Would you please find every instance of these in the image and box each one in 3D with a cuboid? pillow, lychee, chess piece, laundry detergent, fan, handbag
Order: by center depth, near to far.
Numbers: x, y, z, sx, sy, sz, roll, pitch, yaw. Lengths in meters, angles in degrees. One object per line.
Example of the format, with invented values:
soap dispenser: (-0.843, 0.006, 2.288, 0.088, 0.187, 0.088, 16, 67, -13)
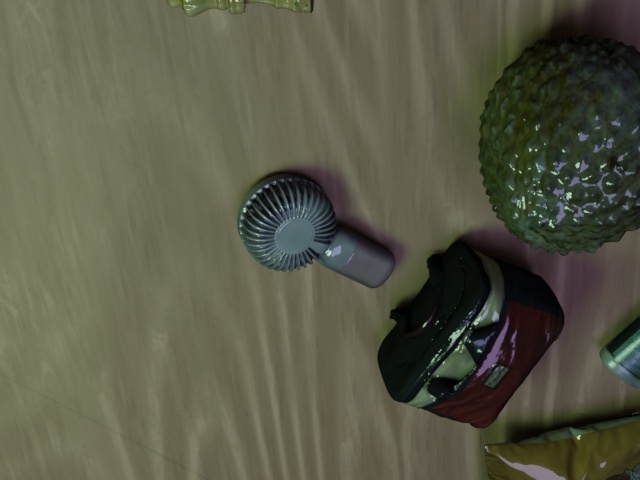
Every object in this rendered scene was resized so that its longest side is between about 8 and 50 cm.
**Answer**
chess piece: (-0.094, -0.291, 1.254, 0.172, 0.060, 0.060, -3, 125, -2)
lychee: (0.315, -0.118, 1.315, 0.274, 0.255, 0.255, -51, 129, -26)
fan: (0.000, 0.000, 1.467, 0.244, 0.074, 0.130, 28, 106, -30)
handbag: (0.206, 0.140, 1.527, 0.181, 0.181, 0.254, 21, 116, -24)
laundry detergent: (0.537, 0.128, 1.632, 0.099, 0.070, 0.225, 33, 115, -20)
pillow: (0.416, 0.421, 1.789, 0.313, 0.119, 0.310, -9, 129, -4)
